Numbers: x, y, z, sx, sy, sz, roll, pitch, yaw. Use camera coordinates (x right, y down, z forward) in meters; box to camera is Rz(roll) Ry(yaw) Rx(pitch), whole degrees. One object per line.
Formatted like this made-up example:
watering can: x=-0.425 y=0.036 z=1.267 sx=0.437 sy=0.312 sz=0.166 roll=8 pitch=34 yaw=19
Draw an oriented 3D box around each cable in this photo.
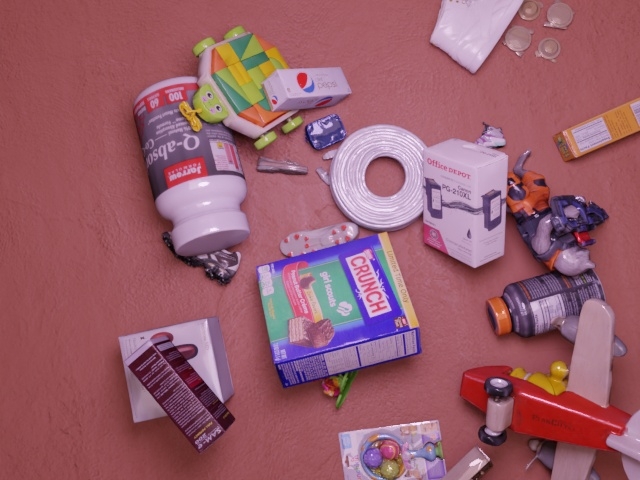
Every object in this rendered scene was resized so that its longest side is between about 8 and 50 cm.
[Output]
cable: x=0.149 y=-0.151 z=1.593 sx=0.257 sy=0.089 sz=0.257 roll=-33 pitch=85 yaw=-2

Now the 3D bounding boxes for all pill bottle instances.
pill bottle: x=0.508 y=0.145 z=1.542 sx=0.245 sy=0.130 sz=0.131 roll=-15 pitch=85 yaw=0
pill bottle: x=-0.284 y=-0.164 z=1.521 sx=0.210 sy=0.210 sz=0.363 roll=-17 pitch=77 yaw=-1

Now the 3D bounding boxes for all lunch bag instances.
lunch bag: x=0.008 y=-0.259 z=1.618 sx=0.098 sy=0.065 sz=0.067 roll=-22 pitch=100 yaw=-2

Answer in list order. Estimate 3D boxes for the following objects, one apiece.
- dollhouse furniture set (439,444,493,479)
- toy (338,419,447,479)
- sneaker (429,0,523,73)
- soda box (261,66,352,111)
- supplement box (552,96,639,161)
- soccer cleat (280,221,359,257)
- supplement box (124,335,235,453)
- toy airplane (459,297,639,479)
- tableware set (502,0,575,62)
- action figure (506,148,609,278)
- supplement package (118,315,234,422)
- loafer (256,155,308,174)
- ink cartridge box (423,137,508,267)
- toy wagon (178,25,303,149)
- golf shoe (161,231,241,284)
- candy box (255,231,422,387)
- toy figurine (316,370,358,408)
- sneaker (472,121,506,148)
dollhouse furniture set: x=0.373 y=0.602 z=1.471 sx=0.161 sy=0.212 sz=0.242 roll=-42 pitch=59 yaw=-4
toy: x=0.168 y=0.500 z=1.554 sx=0.237 sy=0.056 sz=0.137 roll=-8 pitch=84 yaw=0
sneaker: x=0.382 y=-0.569 z=1.617 sx=0.169 sy=0.108 sz=0.293 roll=34 pitch=88 yaw=0
soda box: x=-0.030 y=-0.352 z=1.560 sx=0.216 sy=0.069 sz=0.074 roll=-17 pitch=82 yaw=-45
supplement box: x=0.681 y=-0.267 z=1.601 sx=0.233 sy=0.078 sz=0.080 roll=-21 pitch=88 yaw=0
soccer cleat: x=0.000 y=0.000 z=1.599 sx=0.196 sy=0.076 sz=0.068 roll=-14 pitch=92 yaw=20
supplement box: x=-0.286 y=0.312 z=1.389 sx=0.073 sy=0.130 sz=0.239 roll=-42 pitch=85 yaw=-1
toy airplane: x=0.548 y=0.353 z=1.441 sx=0.386 sy=0.272 sz=0.384 roll=-41 pitch=86 yaw=29
tableware set: x=0.536 y=-0.522 z=1.654 sx=0.141 sy=0.020 sz=0.169 roll=21 pitch=87 yaw=5
action figure: x=0.512 y=-0.056 z=1.535 sx=0.178 sy=0.341 sz=0.330 roll=-45 pitch=60 yaw=31
supplement package: x=-0.323 y=0.288 z=1.533 sx=0.203 sy=0.149 sz=0.194 roll=-13 pitch=85 yaw=1
loafer: x=-0.091 y=-0.183 z=1.624 sx=0.125 sy=0.045 sz=0.039 roll=4 pitch=78 yaw=4
ink cartridge box: x=0.316 y=-0.087 z=1.488 sx=0.100 sy=0.172 sz=0.237 roll=-21 pitch=121 yaw=-28
toy wagon: x=-0.177 y=-0.336 z=1.513 sx=0.068 sy=0.344 sz=0.267 roll=-27 pitch=100 yaw=39
golf shoe: x=-0.281 y=0.022 z=1.603 sx=0.198 sy=0.077 sz=0.094 roll=32 pitch=69 yaw=1
candy box: x=0.037 y=0.150 z=1.497 sx=0.317 sy=0.122 sz=0.268 roll=-14 pitch=51 yaw=-2
toy figurine: x=0.004 y=0.281 z=1.565 sx=0.159 sy=0.130 sz=0.173 roll=25 pitch=111 yaw=16
sneaker: x=0.394 y=-0.253 z=1.626 sx=0.098 sy=0.038 sz=0.069 roll=-9 pitch=83 yaw=-9
